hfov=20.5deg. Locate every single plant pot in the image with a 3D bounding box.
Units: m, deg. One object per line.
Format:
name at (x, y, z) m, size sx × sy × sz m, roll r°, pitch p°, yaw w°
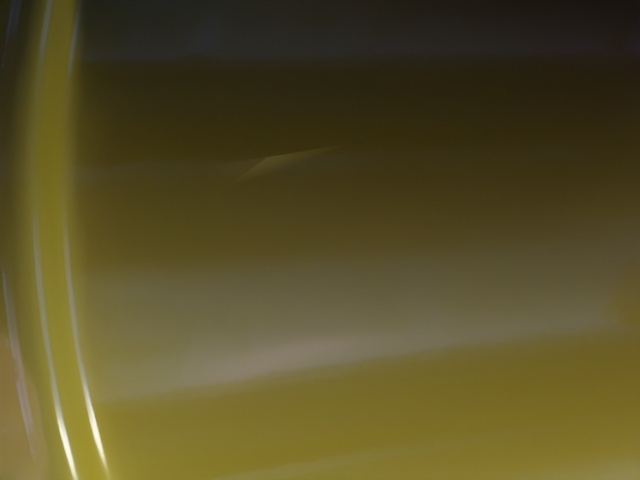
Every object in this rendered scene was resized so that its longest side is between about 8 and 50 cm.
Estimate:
plant pot at (0.000, 0.000, 0.539) m, size 0.239 × 0.254 × 0.254 m, roll -4°, pitch 127°, yaw 14°
